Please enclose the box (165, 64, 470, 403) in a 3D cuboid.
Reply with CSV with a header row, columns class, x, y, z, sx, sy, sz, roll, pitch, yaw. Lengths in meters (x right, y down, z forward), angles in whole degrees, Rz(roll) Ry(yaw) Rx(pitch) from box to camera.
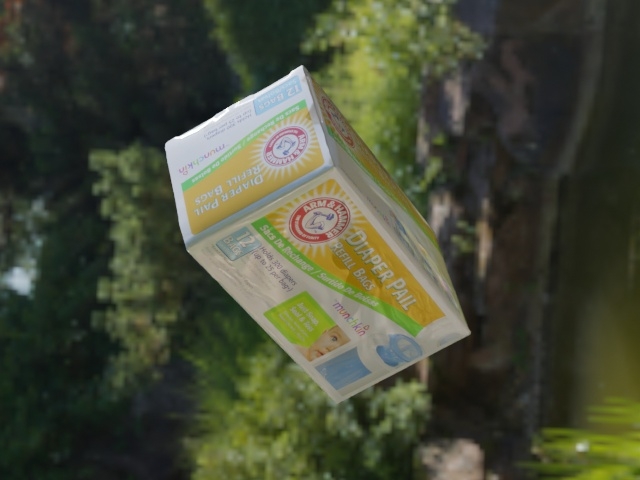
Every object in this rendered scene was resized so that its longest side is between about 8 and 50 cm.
class,x,y,z,sx,sy,sz,roll,pitch,yaw
box,0.000,0.000,1.059,0.203,0.114,0.103,48,-162,-43
